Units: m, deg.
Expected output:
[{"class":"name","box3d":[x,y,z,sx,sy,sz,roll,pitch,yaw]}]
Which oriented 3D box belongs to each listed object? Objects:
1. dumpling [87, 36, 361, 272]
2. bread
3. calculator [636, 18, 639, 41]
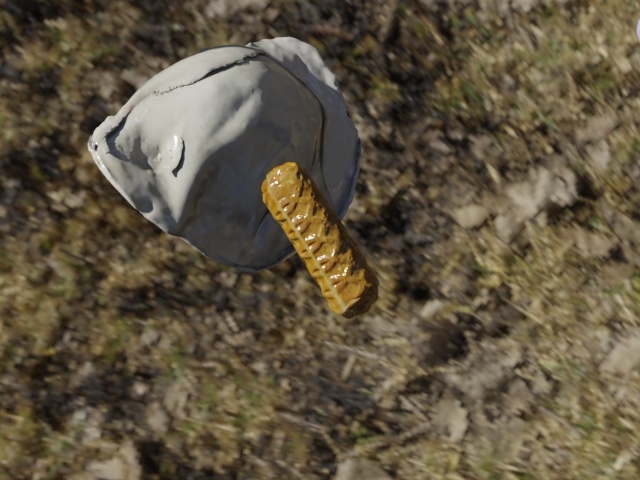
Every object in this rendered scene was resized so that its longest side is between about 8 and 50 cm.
[{"class":"dumpling","box3d":[-0.090,-0.097,1.774,0.181,0.341,0.260,-33,90,24]},{"class":"bread","box3d":[0.000,0.000,1.408,0.052,0.044,0.157,-33,90,24]},{"class":"calculator","box3d":[0.409,-0.142,1.611,0.045,0.246,0.141,-31,22,-13]}]
